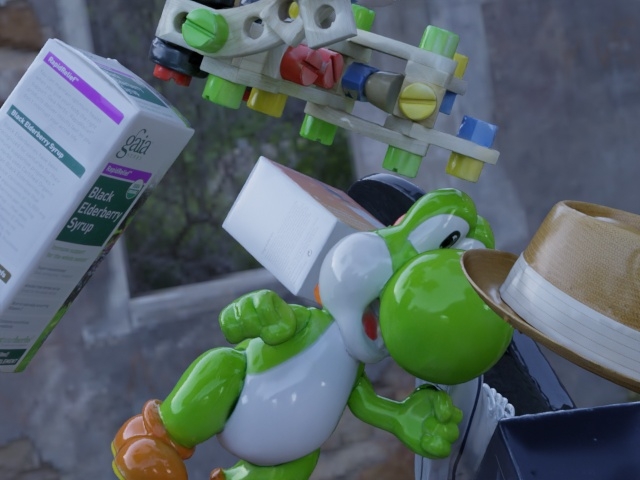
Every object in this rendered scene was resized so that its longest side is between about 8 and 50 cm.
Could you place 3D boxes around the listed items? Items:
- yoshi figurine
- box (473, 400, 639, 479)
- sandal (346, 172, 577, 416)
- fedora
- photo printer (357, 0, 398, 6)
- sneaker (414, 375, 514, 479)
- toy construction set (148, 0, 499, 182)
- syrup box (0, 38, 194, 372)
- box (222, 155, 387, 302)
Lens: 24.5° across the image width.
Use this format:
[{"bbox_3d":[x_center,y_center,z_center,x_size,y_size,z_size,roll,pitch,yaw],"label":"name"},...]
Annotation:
[{"bbox_3d":[0.016,0.110,1.195,0.362,0.203,0.203,-44,-18,-2],"label":"yoshi figurine"},{"bbox_3d":[0.239,0.361,1.211,0.178,0.343,0.313,-5,-40,-15],"label":"box"},{"bbox_3d":[0.157,0.102,1.801,0.107,0.446,0.167,-27,-17,-30],"label":"sandal"},{"bbox_3d":[0.182,0.028,0.887,0.194,0.079,0.194,21,15,-6],"label":"fedora"},{"bbox_3d":[0.137,-0.408,1.632,0.307,0.107,0.256,-47,-8,-34],"label":"photo printer"},{"bbox_3d":[0.138,0.165,1.355,0.091,0.094,0.258,-8,-34,-6],"label":"sneaker"},{"bbox_3d":[0.003,-0.140,1.121,0.215,0.151,0.327,23,-7,25],"label":"toy construction set"},{"bbox_3d":[-0.207,-0.021,1.075,0.237,0.096,0.093,-52,-18,10],"label":"syrup box"},{"bbox_3d":[0.000,0.000,1.562,0.130,0.091,0.170,21,13,-40],"label":"box"}]
